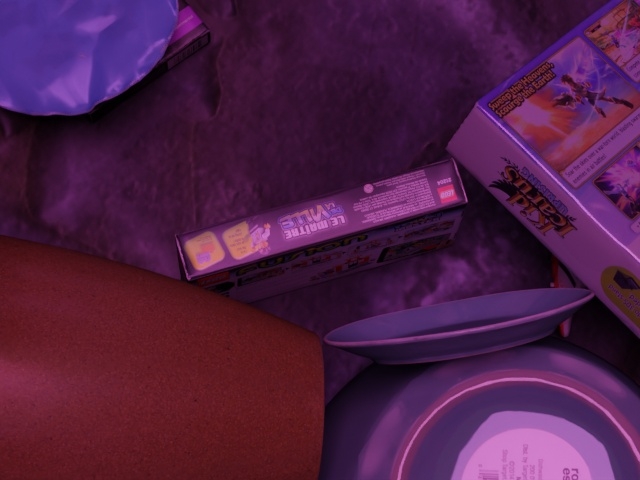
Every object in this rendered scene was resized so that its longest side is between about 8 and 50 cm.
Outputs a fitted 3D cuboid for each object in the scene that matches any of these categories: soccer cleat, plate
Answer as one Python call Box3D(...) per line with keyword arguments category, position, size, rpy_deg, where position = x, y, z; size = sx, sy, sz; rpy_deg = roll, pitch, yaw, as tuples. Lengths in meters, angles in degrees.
Box3D(category="soccer cleat", position=(0.188, 0.031, 1.439), size=(0.035, 0.029, 0.083), rpy_deg=(0, 69, 3))
Box3D(category="plate", position=(0.096, 0.060, 1.312), size=(0.188, 0.188, 0.024), rpy_deg=(-10, 93, -4))

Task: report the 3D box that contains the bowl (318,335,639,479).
Box3D(category="bowl", position=(0.129, 0.193, 1.322), size=(0.311, 0.163, 0.312), rpy_deg=(0, 75, -1))

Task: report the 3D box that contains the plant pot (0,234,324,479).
Box3D(category="plant pot", position=(-0.130, 0.115, 1.310), size=(0.254, 0.237, 0.237), rpy_deg=(3, 74, -7))

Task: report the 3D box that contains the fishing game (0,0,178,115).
Box3D(category="fishing game", position=(-0.197, -0.176, 1.453), size=(0.264, 0.041, 0.189), rpy_deg=(-38, 72, -8))

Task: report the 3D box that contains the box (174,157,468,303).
Box3D(category="box", position=(0.000, 0.000, 1.398), size=(0.207, 0.114, 0.036), rpy_deg=(-15, 75, -6))

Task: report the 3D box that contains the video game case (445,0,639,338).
Box3D(category="video game case", position=(0.262, -0.059, 1.398), size=(0.244, 0.061, 0.269), rpy_deg=(46, 52, 9))

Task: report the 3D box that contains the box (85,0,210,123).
Box3D(category="box", position=(-0.179, -0.186, 1.491), size=(0.116, 0.029, 0.162), rpy_deg=(-36, 79, -11))
